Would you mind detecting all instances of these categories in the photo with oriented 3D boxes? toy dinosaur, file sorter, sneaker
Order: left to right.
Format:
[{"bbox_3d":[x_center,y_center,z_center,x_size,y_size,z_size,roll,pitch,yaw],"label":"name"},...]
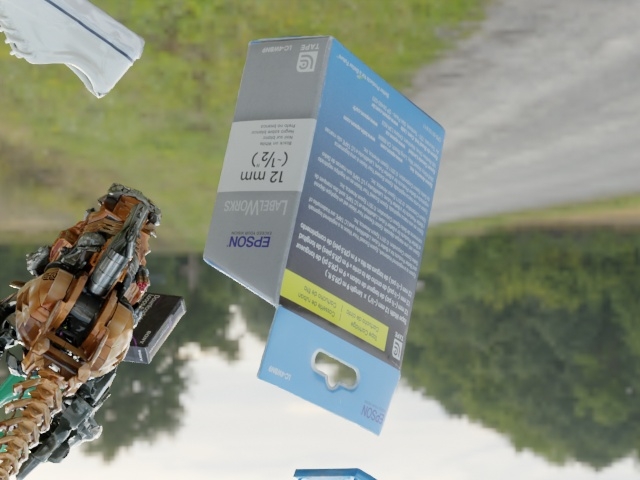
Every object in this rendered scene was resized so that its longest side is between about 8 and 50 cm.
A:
[{"bbox_3d":[-0.303,-0.236,1.585,0.258,0.091,0.094,31,177,-33],"label":"sneaker"},{"bbox_3d":[-0.224,0.075,1.244,0.218,0.164,0.322,-48,175,33],"label":"toy dinosaur"},{"bbox_3d":[0.051,0.335,1.665,0.170,0.104,0.118,34,155,-27],"label":"file sorter"}]

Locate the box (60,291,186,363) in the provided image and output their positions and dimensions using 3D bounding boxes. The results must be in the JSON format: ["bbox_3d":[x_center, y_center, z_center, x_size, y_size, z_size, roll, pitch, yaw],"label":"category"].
[{"bbox_3d":[-0.266,0.103,1.895,0.162,0.029,0.116,7,-145,18],"label":"box"}]

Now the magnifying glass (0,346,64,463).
[{"bbox_3d":[-0.295,0.139,1.549,0.092,0.026,0.231,8,-143,-13],"label":"magnifying glass"}]

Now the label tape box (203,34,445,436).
[{"bbox_3d":[0.000,0.000,1.525,0.115,0.347,0.249,3,163,34],"label":"label tape box"}]
